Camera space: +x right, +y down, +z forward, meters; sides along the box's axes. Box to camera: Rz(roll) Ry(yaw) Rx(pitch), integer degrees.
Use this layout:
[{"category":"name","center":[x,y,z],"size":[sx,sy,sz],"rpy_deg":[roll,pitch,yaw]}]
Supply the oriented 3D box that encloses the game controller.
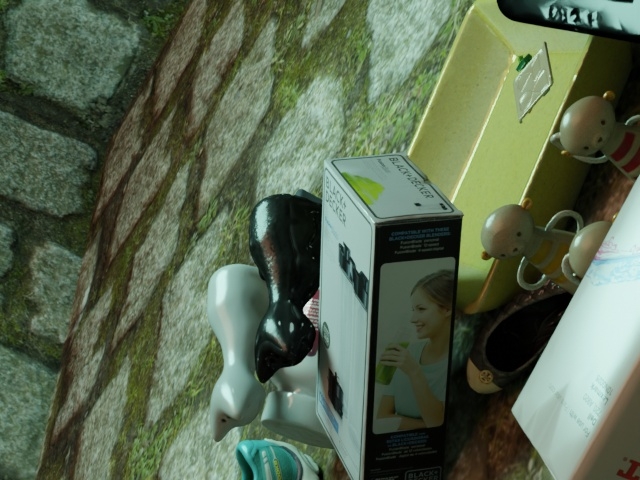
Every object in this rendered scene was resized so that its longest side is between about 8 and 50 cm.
[{"category":"game controller","center":[0.243,-0.262,1.189],"size":[0.319,0.067,0.166],"rpy_deg":[-148,57,-65]}]

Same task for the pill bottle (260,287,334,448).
[{"category":"pill bottle","center":[0.009,0.119,1.583],"size":[0.121,0.121,0.221],"rpy_deg":[-25,44,64]}]

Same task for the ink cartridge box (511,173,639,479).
[{"category":"ink cartridge box","center":[0.270,0.043,0.810],"size":[0.278,0.201,0.117],"rpy_deg":[-63,18,12]}]

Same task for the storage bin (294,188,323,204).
[{"category":"storage bin","center":[0.000,0.000,1.759],"size":[0.098,0.135,0.091],"rpy_deg":[-58,9,25]}]

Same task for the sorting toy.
[{"category":"sorting toy","center":[0.201,-0.157,1.297],"size":[0.083,0.012,0.062],"rpy_deg":[-90,24,-43]}]

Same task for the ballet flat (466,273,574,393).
[{"category":"ballet flat","center":[0.184,0.079,1.234],"size":[0.173,0.057,0.049],"rpy_deg":[-53,0,31]}]

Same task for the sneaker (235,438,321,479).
[{"category":"sneaker","center":[-0.095,0.365,1.602],"size":[0.107,0.110,0.275],"rpy_deg":[-16,54,67]}]

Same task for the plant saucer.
[{"category":"plant saucer","center":[0.187,-0.089,1.402],"size":[0.333,0.081,0.333],"rpy_deg":[-67,19,0]}]

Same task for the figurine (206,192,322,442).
[{"category":"figurine","center":[-0.065,0.092,1.489],"size":[0.215,0.092,0.209],"rpy_deg":[125,156,-44]}]

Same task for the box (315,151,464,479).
[{"category":"box","center":[0.061,0.078,1.331],"size":[0.169,0.087,0.290],"rpy_deg":[-123,32,-60]}]

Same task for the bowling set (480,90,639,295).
[{"category":"bowling set","center":[0.257,-0.030,1.013],"size":[0.287,0.154,0.200],"rpy_deg":[-59,19,24]}]
